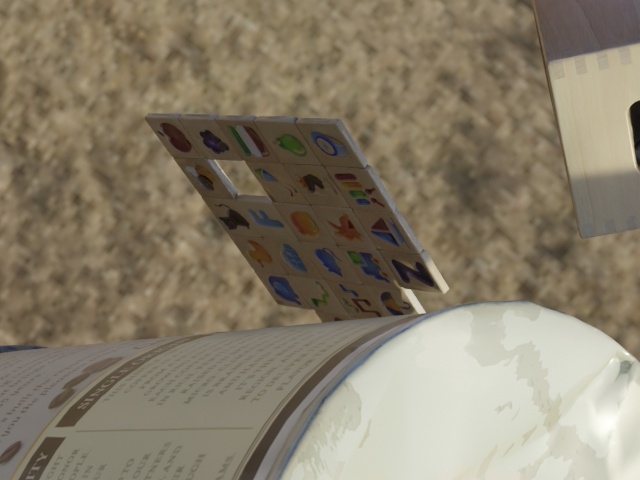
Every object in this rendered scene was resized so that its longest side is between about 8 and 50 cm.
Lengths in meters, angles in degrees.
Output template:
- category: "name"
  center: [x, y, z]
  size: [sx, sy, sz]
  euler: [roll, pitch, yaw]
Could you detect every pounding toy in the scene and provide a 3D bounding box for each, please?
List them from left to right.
- category: "pounding toy"
  center: [0.182, -0.074, 0.967]
  size: [0.130, 0.100, 0.141]
  euler: [-87, 163, -60]

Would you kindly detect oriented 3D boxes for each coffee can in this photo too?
- category: "coffee can"
  center: [-0.034, 0.128, 0.565]
  size: [0.201, 0.275, 0.201]
  euler: [6, 80, -40]

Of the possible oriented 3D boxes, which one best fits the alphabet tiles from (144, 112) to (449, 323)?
- category: "alphabet tiles"
  center: [0.000, 0.000, 1.217]
  size: [0.198, 0.009, 0.237]
  euler: [6, -40, 46]
